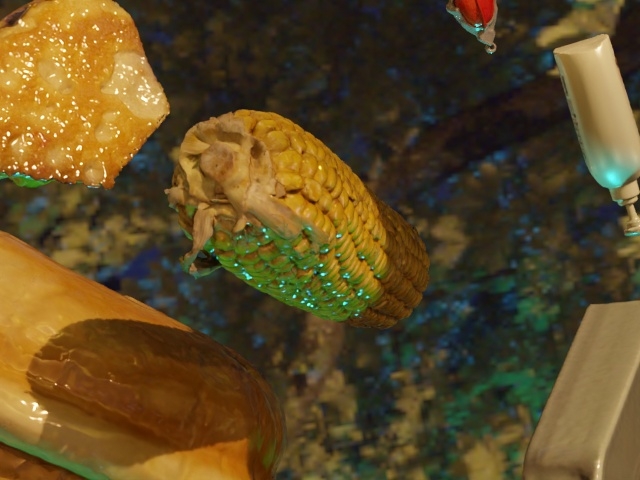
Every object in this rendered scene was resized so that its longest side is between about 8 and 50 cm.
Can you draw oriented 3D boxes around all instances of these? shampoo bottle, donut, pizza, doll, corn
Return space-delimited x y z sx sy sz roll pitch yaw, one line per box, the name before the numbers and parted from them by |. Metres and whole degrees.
shampoo bottle | 0.214 -0.074 1.053 0.077 0.045 0.152 -57 131 -78
donut | -0.226 0.113 1.104 0.449 0.449 0.198 14 -103 62
pizza | -0.136 -0.070 0.728 0.036 0.099 0.160 -38 -163 47
doll | 0.134 -0.221 1.276 0.039 0.057 0.114 8 -58 56
corn | 0.000 0.000 0.902 0.106 0.293 0.106 -7 -108 23

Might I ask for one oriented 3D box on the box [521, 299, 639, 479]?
box | 0.318 0.305 1.475 0.111 0.396 0.396 -5 -68 24
